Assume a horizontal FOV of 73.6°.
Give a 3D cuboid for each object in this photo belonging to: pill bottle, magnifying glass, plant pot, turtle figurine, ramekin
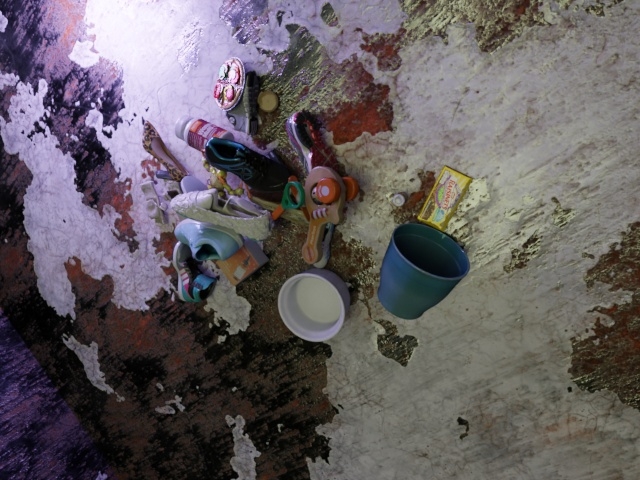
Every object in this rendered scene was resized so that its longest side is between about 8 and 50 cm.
[{"bbox_3d":[0.280,-0.145,1.491,0.043,0.083,0.044,6,105,21],"label":"pill bottle"},{"bbox_3d":[-0.461,-0.412,1.699,0.221,0.121,0.121,27,112,13],"label":"pill bottle"},{"bbox_3d":[-0.121,-0.133,1.533,0.231,0.026,0.092,-38,76,50],"label":"magnifying glass"},{"bbox_3d":[0.321,0.124,1.459,0.271,0.271,0.255,30,127,12],"label":"plant pot"},{"bbox_3d":[-0.390,-0.215,1.686,0.269,0.087,0.217,41,151,2],"label":"turtle figurine"},{"bbox_3d":[-0.016,0.242,1.684,0.276,0.135,0.278,6,106,20],"label":"ramekin"}]

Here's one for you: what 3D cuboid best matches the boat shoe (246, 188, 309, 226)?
[{"bbox_3d":[-0.159,-0.129,1.662,0.285,0.105,0.089,21,129,14],"label":"boat shoe"}]

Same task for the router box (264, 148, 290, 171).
[{"bbox_3d":[-0.182,-0.279,1.667,0.092,0.038,0.123,-34,90,25],"label":"router box"}]

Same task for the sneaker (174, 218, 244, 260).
[{"bbox_3d":[-0.485,0.005,1.715,0.365,0.150,0.135,5,131,34],"label":"sneaker"}]

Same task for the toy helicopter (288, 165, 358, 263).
[{"bbox_3d":[-0.020,-0.088,1.515,0.234,0.140,0.356,25,114,34],"label":"toy helicopter"}]

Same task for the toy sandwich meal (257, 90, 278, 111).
[{"bbox_3d":[-0.197,-0.525,1.616,0.085,0.029,0.086,2,101,10],"label":"toy sandwich meal"}]

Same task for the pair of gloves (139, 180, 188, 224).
[{"bbox_3d":[-0.684,-0.162,1.882,0.239,0.042,0.204,0,114,23],"label":"pair of gloves"}]

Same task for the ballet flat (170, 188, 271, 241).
[{"bbox_3d":[-0.369,-0.126,1.632,0.408,0.147,0.147,19,111,2],"label":"ballet flat"}]

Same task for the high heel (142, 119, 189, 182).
[{"bbox_3d":[-0.640,-0.373,1.790,0.186,0.093,0.262,9,123,26],"label":"high heel"}]

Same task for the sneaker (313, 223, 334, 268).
[{"bbox_3d":[0.000,0.000,1.642,0.085,0.086,0.238,14,110,16],"label":"sneaker"}]

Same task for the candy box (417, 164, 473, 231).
[{"bbox_3d":[0.424,-0.142,1.465,0.105,0.027,0.206,27,112,10],"label":"candy box"}]

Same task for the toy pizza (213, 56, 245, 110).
[{"bbox_3d":[-0.350,-0.591,1.610,0.201,0.032,0.202,-4,85,45],"label":"toy pizza"}]

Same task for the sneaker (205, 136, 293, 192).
[{"bbox_3d":[-0.261,-0.272,1.555,0.340,0.139,0.125,19,80,-7],"label":"sneaker"}]

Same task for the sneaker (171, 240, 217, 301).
[{"bbox_3d":[-0.546,0.149,1.876,0.178,0.124,0.296,9,116,25],"label":"sneaker"}]

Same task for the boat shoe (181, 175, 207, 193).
[{"bbox_3d":[-0.488,-0.126,1.796,0.104,0.113,0.306,-30,105,40],"label":"boat shoe"}]

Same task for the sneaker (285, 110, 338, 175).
[{"bbox_3d":[-0.030,-0.324,1.566,0.112,0.120,0.299,6,121,57],"label":"sneaker"}]

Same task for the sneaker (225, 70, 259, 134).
[{"bbox_3d":[-0.310,-0.526,1.630,0.132,0.086,0.229,12,109,21],"label":"sneaker"}]

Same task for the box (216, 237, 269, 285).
[{"bbox_3d":[-0.327,0.087,1.793,0.170,0.091,0.130,-38,88,26],"label":"box"}]
